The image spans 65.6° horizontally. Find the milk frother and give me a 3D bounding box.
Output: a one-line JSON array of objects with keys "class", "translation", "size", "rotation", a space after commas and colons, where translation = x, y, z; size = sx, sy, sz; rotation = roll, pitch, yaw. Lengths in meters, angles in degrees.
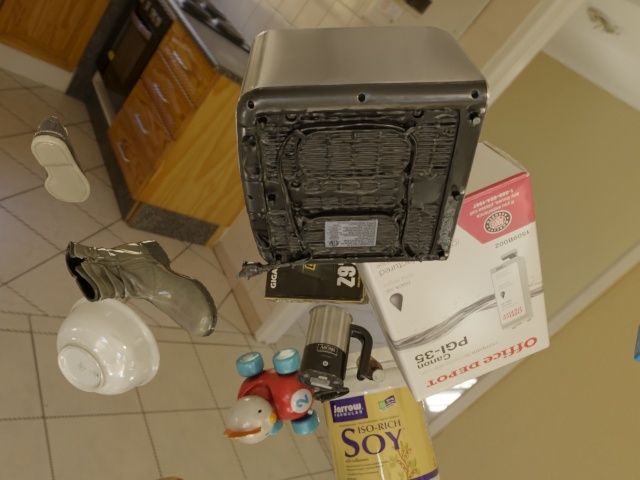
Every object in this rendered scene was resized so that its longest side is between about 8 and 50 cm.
[{"class": "milk frother", "translation": [0.016, 0.217, 0.925], "size": [0.129, 0.143, 0.134], "rotation": [24, 51, -15]}]

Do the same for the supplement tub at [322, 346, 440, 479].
[{"class": "supplement tub", "translation": [0.134, 0.436, 1.192], "size": [0.241, 0.241, 0.330], "rotation": [11, 62, -53]}]

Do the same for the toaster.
[{"class": "toaster", "translation": [0.018, -0.064, 0.389], "size": [0.186, 0.168, 0.110], "rotation": [-2, 46, 0]}]

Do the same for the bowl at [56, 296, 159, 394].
[{"class": "bowl", "translation": [-0.594, 0.305, 1.323], "size": [0.298, 0.298, 0.134], "rotation": [40, 31, 0]}]

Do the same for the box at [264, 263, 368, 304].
[{"class": "box", "translation": [0.000, 0.000, 1.273], "size": [0.079, 0.258, 0.321], "rotation": [46, 47, -69]}]

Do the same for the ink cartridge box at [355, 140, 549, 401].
[{"class": "ink cartridge box", "translation": [0.165, 0.048, 0.642], "size": [0.117, 0.208, 0.282], "rotation": [-113, 180, -58]}]

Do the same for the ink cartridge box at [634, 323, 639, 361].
[{"class": "ink cartridge box", "translation": [0.667, 0.166, 0.848], "size": [0.148, 0.203, 0.085], "rotation": [24, 61, 16]}]

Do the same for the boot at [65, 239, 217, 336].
[{"class": "boot", "translation": [-0.293, 0.083, 0.792], "size": [0.247, 0.083, 0.161], "rotation": [37, 24, 29]}]

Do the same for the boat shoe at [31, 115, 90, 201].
[{"class": "boat shoe", "translation": [-0.456, -0.138, 0.886], "size": [0.075, 0.206, 0.064], "rotation": [-1, 64, -13]}]

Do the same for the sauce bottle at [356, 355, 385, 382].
[{"class": "sauce bottle", "translation": [0.101, 0.257, 0.993], "size": [0.042, 0.042, 0.128], "rotation": [40, -5, -2]}]

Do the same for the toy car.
[{"class": "toy car", "translation": [-0.138, 0.423, 1.229], "size": [0.238, 0.211, 0.219], "rotation": [-44, 121, -65]}]

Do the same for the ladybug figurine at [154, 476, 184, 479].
[{"class": "ladybug figurine", "translation": [-0.415, 0.935, 1.621], "size": [0.450, 0.305, 0.162], "rotation": [31, 57, 23]}]
